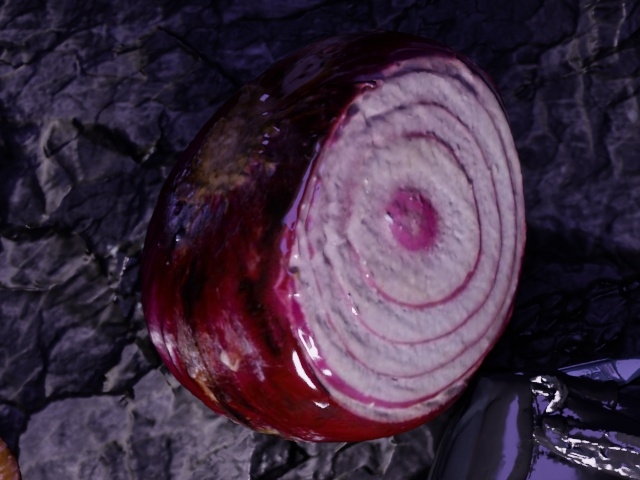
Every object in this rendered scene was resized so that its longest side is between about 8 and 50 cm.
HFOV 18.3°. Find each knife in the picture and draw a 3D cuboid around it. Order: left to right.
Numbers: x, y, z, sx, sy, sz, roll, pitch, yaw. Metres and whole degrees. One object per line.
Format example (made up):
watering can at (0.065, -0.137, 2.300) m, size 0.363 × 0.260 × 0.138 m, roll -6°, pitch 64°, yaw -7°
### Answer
knife at (0.248, 0.108, 1.645) m, size 0.210 × 0.015 × 0.028 m, roll -12°, pitch 69°, yaw 3°

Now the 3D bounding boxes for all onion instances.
onion at (0.000, 0.000, 1.600) m, size 0.260 × 0.282 × 0.336 m, roll -2°, pitch 65°, yaw 51°

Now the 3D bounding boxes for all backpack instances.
backpack at (0.209, 0.204, 1.549) m, size 0.258 × 0.133 × 0.206 m, roll 16°, pitch 71°, yaw 8°

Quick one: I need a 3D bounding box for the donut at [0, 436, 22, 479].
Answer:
donut at (-0.313, 0.215, 1.649) m, size 0.152 × 0.058 × 0.152 m, roll -4°, pitch 63°, yaw 7°
